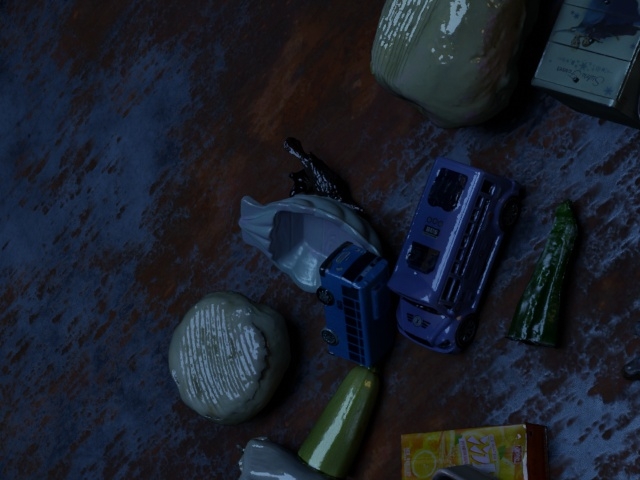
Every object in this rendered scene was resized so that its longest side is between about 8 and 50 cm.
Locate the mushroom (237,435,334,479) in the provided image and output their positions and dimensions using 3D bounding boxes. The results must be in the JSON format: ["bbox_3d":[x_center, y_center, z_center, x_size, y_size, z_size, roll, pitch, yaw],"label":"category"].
[{"bbox_3d":[-0.039,0.406,2.024,0.278,0.096,0.099,22,95,37],"label":"mushroom"}]

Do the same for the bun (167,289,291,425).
[{"bbox_3d":[-0.155,0.206,2.141,0.239,0.141,0.239,-5,81,36],"label":"bun"}]

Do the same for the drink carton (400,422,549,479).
[{"bbox_3d":[0.229,0.331,1.827,0.222,0.071,0.096,-13,71,37],"label":"drink carton"}]

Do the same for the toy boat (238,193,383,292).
[{"bbox_3d":[0.000,0.000,2.049,0.290,0.100,0.199,23,134,20],"label":"toy boat"}]

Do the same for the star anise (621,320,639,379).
[{"bbox_3d":[0.508,0.143,1.632,0.262,0.081,0.230,-31,50,34],"label":"star anise"}]

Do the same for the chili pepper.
[{"bbox_3d":[0.340,0.046,1.815,0.088,0.059,0.227,11,84,46],"label":"chili pepper"}]

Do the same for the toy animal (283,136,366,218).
[{"bbox_3d":[0.009,-0.093,2.125,0.202,0.070,0.105,43,151,31],"label":"toy animal"}]

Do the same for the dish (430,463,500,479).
[{"bbox_3d":[0.259,0.405,1.743,0.234,0.064,0.154,28,134,12],"label":"dish"}]

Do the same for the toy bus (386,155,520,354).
[{"bbox_3d":[0.195,0.024,1.891,0.125,0.133,0.292,23,94,41],"label":"toy bus"}]

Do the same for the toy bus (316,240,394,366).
[{"bbox_3d":[0.060,0.103,1.950,0.106,0.090,0.185,20,135,31],"label":"toy bus"}]

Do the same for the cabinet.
[{"bbox_3d":[0.431,-0.285,1.757,0.145,0.150,0.206,25,95,42],"label":"cabinet"}]

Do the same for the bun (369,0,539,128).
[{"bbox_3d":[0.227,-0.342,1.907,0.361,0.213,0.361,-52,27,42],"label":"bun"}]

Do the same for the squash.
[{"bbox_3d":[0.046,0.276,1.999,0.094,0.094,0.224,23,87,41],"label":"squash"}]

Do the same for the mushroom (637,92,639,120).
[{"bbox_3d":[0.521,-0.204,1.675,0.141,0.117,0.188,28,123,27],"label":"mushroom"}]
